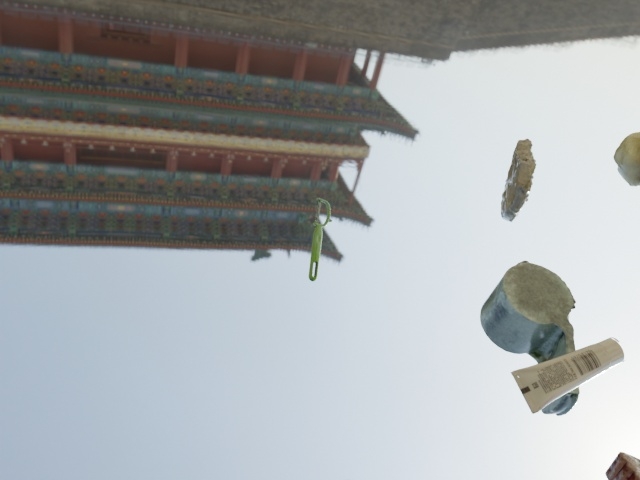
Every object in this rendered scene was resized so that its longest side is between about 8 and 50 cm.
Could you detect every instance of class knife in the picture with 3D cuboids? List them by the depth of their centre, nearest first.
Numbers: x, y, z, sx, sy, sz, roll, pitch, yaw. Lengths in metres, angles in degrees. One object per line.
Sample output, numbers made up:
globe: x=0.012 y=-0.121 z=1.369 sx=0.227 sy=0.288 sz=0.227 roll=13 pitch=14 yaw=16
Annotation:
knife: x=-0.001 y=0.000 z=1.506 sx=0.054 sy=0.212 sz=0.015 roll=18 pitch=162 yaw=-34

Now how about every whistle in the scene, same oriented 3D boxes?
whistle: x=0.562 y=0.235 z=1.547 sx=0.188 sy=0.168 sz=0.404 roll=-12 pitch=-124 yaw=-21

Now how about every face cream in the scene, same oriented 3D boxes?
face cream: x=0.523 y=0.273 z=1.265 sx=0.244 sy=0.058 sz=0.092 roll=-19 pitch=-114 yaw=-13

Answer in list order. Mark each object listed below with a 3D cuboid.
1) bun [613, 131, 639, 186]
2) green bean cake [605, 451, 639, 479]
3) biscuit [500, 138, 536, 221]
bun: x=0.480 y=-0.125 z=0.922 sx=0.086 sy=0.086 sz=0.055 roll=-16 pitch=-162 yaw=-38
green bean cake: x=0.483 y=0.373 z=0.849 sx=0.135 sy=0.056 sz=0.135 roll=24 pitch=-164 yaw=-5
biscuit: x=0.381 y=-0.111 z=1.185 sx=0.038 sy=0.141 sz=0.290 roll=17 pitch=-156 yaw=10
